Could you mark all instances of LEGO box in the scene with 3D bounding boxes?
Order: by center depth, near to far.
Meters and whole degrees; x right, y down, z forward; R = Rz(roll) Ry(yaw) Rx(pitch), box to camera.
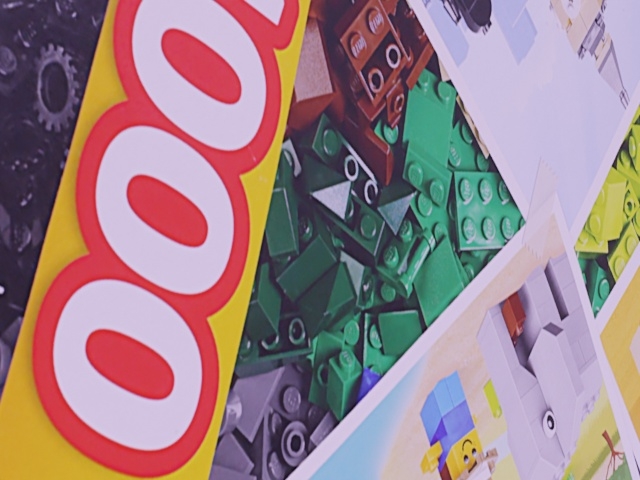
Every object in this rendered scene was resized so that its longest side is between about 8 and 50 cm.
[{"bbox_3d":[0.000,0.000,0.632,0.500,0.193,0.372,-52,127,-42],"label":"LEGO box"}]
